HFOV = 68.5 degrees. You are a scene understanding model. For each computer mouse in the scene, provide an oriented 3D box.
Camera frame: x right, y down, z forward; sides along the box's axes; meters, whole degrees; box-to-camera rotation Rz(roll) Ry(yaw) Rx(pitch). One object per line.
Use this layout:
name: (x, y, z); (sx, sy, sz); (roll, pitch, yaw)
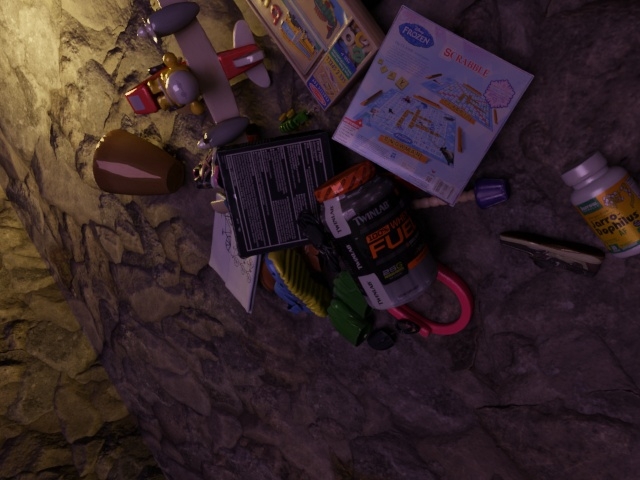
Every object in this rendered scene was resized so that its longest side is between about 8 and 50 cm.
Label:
computer mouse: (0.209, 0.286, 1.396); (0.071, 0.041, 0.242); (47, 145, 1)

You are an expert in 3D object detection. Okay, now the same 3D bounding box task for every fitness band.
fitness band: (0.287, 0.149, 1.322); (0.291, 0.054, 0.209); (34, 122, 18)

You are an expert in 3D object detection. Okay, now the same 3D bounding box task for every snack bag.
snack bag: (-0.302, 0.030, 1.613); (0.342, 0.037, 0.323); (40, 129, 42)

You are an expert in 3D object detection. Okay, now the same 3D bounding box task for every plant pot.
plant pot: (-0.633, -0.257, 1.699); (0.254, 0.237, 0.237); (16, 118, 11)

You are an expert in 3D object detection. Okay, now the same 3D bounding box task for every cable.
cable: (0.000, 0.000, 1.188); (0.184, 0.047, 0.150); (49, 175, 39)

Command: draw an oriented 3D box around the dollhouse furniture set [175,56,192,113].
dollhouse furniture set: (-0.436, -0.519, 1.556); (0.144, 0.123, 0.151); (11, 150, 31)

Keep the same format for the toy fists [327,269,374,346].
toy fists: (0.098, 0.191, 1.418); (0.142, 0.096, 0.279); (38, 141, 27)

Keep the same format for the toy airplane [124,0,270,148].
toy airplane: (-0.328, -0.450, 1.302); (0.386, 0.272, 0.384); (24, 119, -10)

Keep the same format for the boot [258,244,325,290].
boot: (-0.084, 0.065, 1.523); (0.220, 0.109, 0.283); (14, 117, 20)

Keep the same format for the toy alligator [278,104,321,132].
toy alligator: (-0.070, -0.339, 1.335); (0.056, 0.051, 0.189); (43, 152, -27)

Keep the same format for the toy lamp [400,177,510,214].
toy lamp: (0.326, -0.105, 1.171); (0.274, 0.080, 0.080); (-5, 106, 39)

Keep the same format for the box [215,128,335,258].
box: (-0.108, -0.135, 1.309); (0.294, 0.183, 0.296); (-10, 106, -3)

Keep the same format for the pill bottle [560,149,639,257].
pill bottle: (0.597, -0.078, 0.967); (0.117, 0.117, 0.208); (-39, 85, 39)

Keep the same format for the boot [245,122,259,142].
boot: (-0.289, -0.290, 1.516); (0.244, 0.088, 0.176); (-11, 102, 30)

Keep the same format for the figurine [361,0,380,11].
figurine: (0.052, -0.617, 1.145); (0.215, 0.092, 0.209); (46, 132, 11)

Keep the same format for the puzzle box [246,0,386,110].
puzzle box: (-0.032, -0.565, 1.174); (0.409, 0.052, 0.272); (54, 148, -1)

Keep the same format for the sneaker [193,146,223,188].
sneaker: (-0.307, -0.197, 1.271); (0.077, 0.178, 0.072); (-10, 124, -4)

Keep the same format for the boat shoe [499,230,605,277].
boat shoe: (0.525, 0.033, 1.087); (0.223, 0.080, 0.073); (14, 112, 25)

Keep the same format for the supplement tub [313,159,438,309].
supplement tub: (0.134, -0.016, 1.174); (0.207, 0.207, 0.338); (-22, 105, 39)

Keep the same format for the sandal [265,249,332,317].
sandal: (-0.089, 0.141, 1.444); (0.138, 0.126, 0.317); (-8, 135, 27)

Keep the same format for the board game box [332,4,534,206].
board game box: (0.239, -0.291, 1.047); (0.318, 0.066, 0.318); (31, 104, 3)

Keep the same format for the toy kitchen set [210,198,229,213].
toy kitchen set: (-0.230, -0.179, 1.449); (0.122, 0.207, 0.166); (-6, 97, 36)

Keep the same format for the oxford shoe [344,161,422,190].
oxford shoe: (0.184, -0.192, 1.242); (0.271, 0.097, 0.098); (10, 78, 40)
